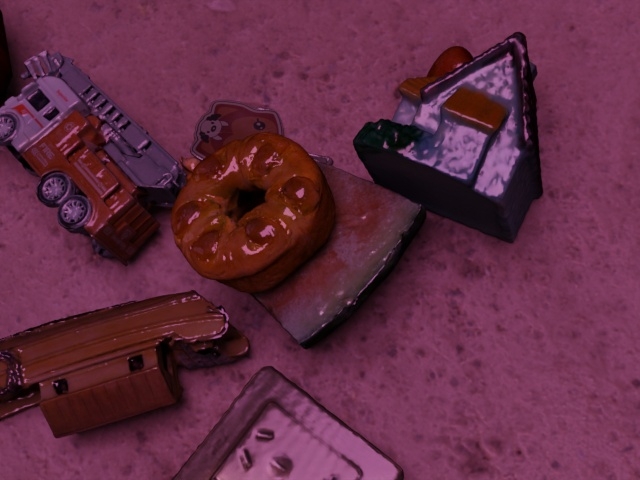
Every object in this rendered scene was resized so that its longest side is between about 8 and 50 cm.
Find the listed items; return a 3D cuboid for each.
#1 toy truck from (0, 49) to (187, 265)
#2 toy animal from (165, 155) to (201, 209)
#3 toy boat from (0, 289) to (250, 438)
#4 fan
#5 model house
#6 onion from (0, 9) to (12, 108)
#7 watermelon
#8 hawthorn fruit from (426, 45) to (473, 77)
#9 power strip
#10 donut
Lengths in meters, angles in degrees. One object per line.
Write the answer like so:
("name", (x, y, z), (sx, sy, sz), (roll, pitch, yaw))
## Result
("toy truck", (-0.356, -0.136, 1.881), (0.184, 0.133, 0.338), (-42, 64, -3))
("toy animal", (-0.204, -0.090, 1.890), (0.081, 0.060, 0.083), (-13, 77, 4))
("toy boat", (-0.317, 0.191, 1.779), (0.445, 0.136, 0.162), (-15, 64, 10))
("fan", (-0.086, -0.147, 1.898), (0.220, 0.009, 0.132), (17, 60, 9))
("model house", (0.208, -0.171, 1.720), (0.230, 0.280, 0.249), (22, 82, 16))
("onion", (-0.629, -0.284, 1.914), (0.341, 0.341, 0.341), (-3, 70, 9))
("watermelon", (0.010, 0.010, 1.781), (0.264, 0.151, 0.302), (-49, 52, -5))
("hawthorn fruit", (0.192, -0.238, 1.858), (0.093, 0.081, 0.081), (-34, 68, 11))
("power strip", (-0.053, 0.340, 1.687), (0.257, 0.092, 0.251), (37, 77, 19))
("donut", (-0.091, -0.038, 1.693), (0.226, 0.114, 0.227), (-13, 58, 22))
